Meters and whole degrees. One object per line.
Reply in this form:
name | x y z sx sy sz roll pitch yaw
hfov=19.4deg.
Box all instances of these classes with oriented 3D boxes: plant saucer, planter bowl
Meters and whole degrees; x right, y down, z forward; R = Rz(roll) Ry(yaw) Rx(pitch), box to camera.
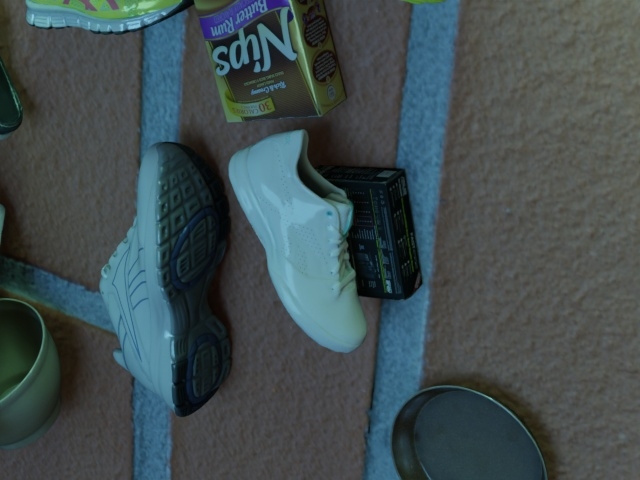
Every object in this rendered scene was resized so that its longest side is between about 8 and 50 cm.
plant saucer | 0.146 0.208 1.785 0.168 0.029 0.168 15 122 26
planter bowl | -0.346 0.159 2.024 0.162 0.162 0.109 4 143 32

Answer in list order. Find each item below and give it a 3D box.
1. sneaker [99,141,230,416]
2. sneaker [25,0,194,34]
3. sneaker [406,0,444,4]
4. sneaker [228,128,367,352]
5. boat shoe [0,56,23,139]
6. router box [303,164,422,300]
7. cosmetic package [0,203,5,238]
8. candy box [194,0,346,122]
sneaker | -0.167 0.035 1.860 0.129 0.111 0.297 22 123 31
sneaker | -0.204 -0.247 1.750 0.208 0.081 0.094 5 114 33
sneaker | 0.034 -0.324 1.527 0.123 0.109 0.295 -26 103 35
sneaker | 0.000 0.000 1.698 0.094 0.080 0.212 -25 97 29
boat shoe | -0.363 -0.210 1.874 0.079 0.084 0.233 -22 97 40
router box | 0.039 -0.007 1.738 0.092 0.038 0.122 5 116 32
cosmetic package | -0.595 0.080 1.924 0.394 0.329 0.327 -8 66 36
candy box | -0.053 -0.203 1.689 0.109 0.053 0.186 -2 114 34
